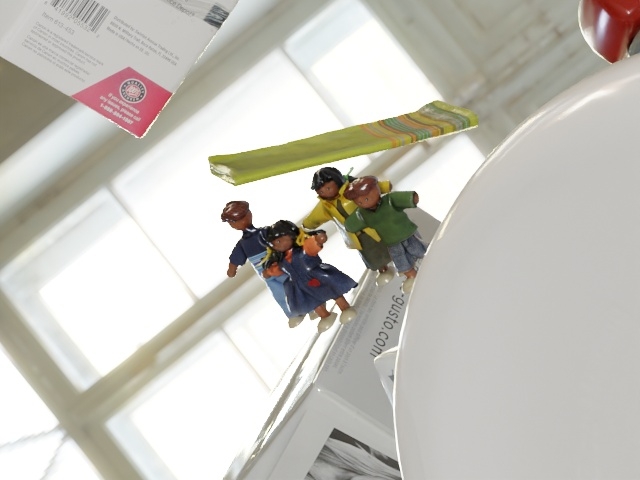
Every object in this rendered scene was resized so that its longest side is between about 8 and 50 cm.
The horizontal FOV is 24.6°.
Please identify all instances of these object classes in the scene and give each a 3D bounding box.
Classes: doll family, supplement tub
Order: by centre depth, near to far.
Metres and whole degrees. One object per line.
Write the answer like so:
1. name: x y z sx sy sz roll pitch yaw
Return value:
1. supplement tub: 0.202 0.041 0.495 0.316 0.228 0.228 -10 -125 -49
2. doll family: 0.000 0.000 1.100 0.111 0.193 0.076 52 -153 -18

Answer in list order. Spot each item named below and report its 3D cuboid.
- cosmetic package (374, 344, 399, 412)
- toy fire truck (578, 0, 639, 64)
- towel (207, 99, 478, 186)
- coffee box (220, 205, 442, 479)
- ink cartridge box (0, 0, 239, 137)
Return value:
1. cosmetic package: 0.194 0.079 0.846 0.224 0.225 0.138 -17 93 60
2. toy fire truck: 0.278 -0.133 1.157 0.217 0.246 0.158 39 166 16
3. towel: 0.020 -0.091 1.345 0.102 0.237 0.021 -154 51 -70
4. coffee box: 0.103 0.238 1.426 0.334 0.338 0.337 33 -145 -2
5. ink cartridge box: -0.176 -0.242 1.344 0.172 0.237 0.100 31 -172 -39
